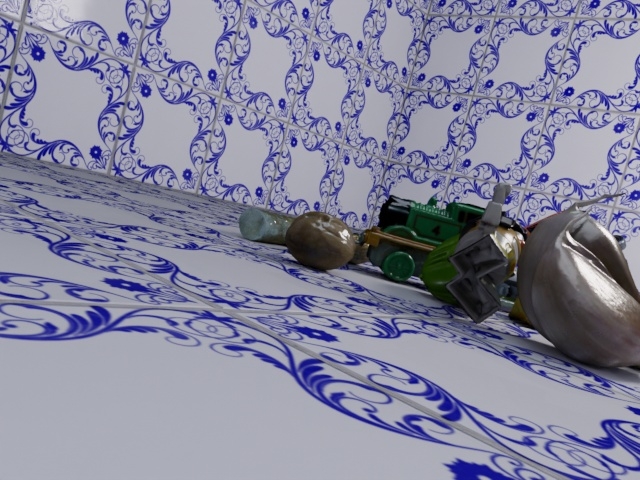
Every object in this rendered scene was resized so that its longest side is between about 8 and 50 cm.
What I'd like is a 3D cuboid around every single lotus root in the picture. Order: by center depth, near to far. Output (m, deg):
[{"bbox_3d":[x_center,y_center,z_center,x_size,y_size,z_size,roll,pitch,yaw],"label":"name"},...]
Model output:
[{"bbox_3d":[0.309,0.079,1.536,0.186,0.186,0.186,15,4,-1],"label":"lotus root"}]

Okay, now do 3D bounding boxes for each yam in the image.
[{"bbox_3d":[-0.113,-0.031,1.814,0.093,0.093,0.259,18,5,35],"label":"yam"}]

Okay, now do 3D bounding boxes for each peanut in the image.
[{"bbox_3d":[0.061,0.016,1.833,0.207,0.087,0.087,13,4,-4],"label":"peanut"}]

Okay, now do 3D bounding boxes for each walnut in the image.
[{"bbox_3d":[0.000,0.001,1.487,0.162,0.140,0.140,7,2,16],"label":"walnut"}]

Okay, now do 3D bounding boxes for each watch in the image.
[{"bbox_3d":[0.629,0.166,2.013,0.193,0.068,0.206,15,6,-14],"label":"watch"}]

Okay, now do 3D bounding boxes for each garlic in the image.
[{"bbox_3d":[0.486,0.071,1.187,0.246,0.340,0.231,-13,-15,20],"label":"garlic"}]

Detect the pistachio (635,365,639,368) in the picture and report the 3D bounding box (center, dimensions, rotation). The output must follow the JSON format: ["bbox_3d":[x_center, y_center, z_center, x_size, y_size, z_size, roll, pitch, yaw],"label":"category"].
[{"bbox_3d":[0.629,0.200,1.296,0.126,0.108,0.185,-13,24,-24],"label":"pistachio"}]

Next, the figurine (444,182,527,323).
[{"bbox_3d":[0.356,0.027,1.356,0.143,0.308,0.308,26,6,12],"label":"figurine"}]

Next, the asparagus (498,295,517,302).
[{"bbox_3d":[0.499,0.162,1.863,0.248,0.025,0.024,15,19,-16],"label":"asparagus"}]

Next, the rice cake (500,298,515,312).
[{"bbox_3d":[0.431,0.157,1.627,0.208,0.033,0.033,15,14,-22],"label":"rice cake"}]

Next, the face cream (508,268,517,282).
[{"bbox_3d":[0.667,0.134,2.317,0.101,0.101,0.252,12,5,-34],"label":"face cream"}]

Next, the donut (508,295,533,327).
[{"bbox_3d":[0.555,0.170,1.550,0.259,0.101,0.152,9,1,-24],"label":"donut"}]

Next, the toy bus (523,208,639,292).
[{"bbox_3d":[0.742,0.069,1.879,0.233,0.203,0.427,-20,17,8],"label":"toy bus"}]

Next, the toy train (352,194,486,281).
[{"bbox_3d":[0.297,0.002,1.713,0.429,0.249,0.178,15,4,-1],"label":"toy train"}]
